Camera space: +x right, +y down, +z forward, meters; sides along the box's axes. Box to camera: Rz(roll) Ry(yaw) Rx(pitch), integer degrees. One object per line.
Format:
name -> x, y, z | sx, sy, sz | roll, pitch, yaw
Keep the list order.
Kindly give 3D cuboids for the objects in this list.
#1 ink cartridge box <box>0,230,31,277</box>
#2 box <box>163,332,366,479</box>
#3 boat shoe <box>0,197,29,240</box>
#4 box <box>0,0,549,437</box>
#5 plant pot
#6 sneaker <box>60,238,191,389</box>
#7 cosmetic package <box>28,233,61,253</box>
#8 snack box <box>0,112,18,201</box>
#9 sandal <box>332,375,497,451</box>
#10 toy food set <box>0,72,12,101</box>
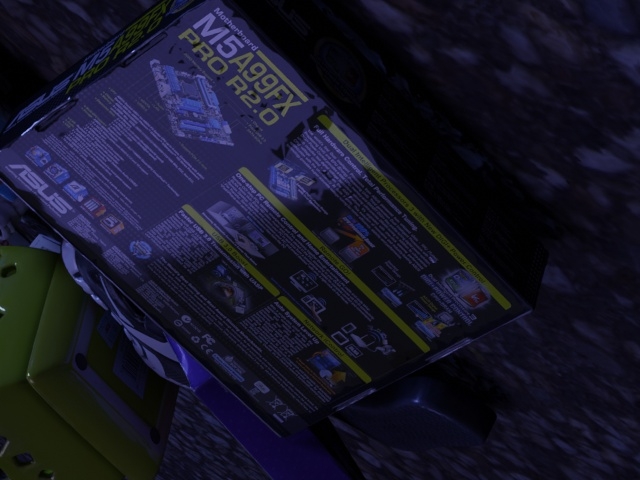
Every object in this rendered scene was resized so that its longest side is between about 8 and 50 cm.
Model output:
ink cartridge box -> -0.408, 0.052, 2.084 | 0.139, 0.191, 0.082 | 45, 161, -26
box -> -0.055, 0.129, 1.674 | 0.293, 0.057, 0.201 | 54, -179, -44
boat shoe -> -0.326, -0.036, 1.856 | 0.096, 0.088, 0.267 | 42, 163, -16
box -> -0.032, -0.020, 1.149 | 0.216, 0.060, 0.270 | -32, 114, 35
plant pot -> -0.265, 0.135, 1.916 | 0.207, 0.228, 0.227 | -19, 131, 27
sneaker -> -0.140, 0.071, 1.787 | 0.234, 0.078, 0.106 | 48, 163, -27
cosmetic package -> -0.264, 0.048, 2.040 | 0.060, 0.041, 0.115 | 23, 159, 37
snack box -> -0.379, -0.147, 1.580 | 0.322, 0.060, 0.187 | 37, 172, -16
sandal -> 0.071, 0.130, 1.574 | 0.097, 0.054, 0.254 | 33, 163, -22
toy food set -> -0.294, -0.142, 1.629 | 0.078, 0.019, 0.122 | 46, 158, -29
